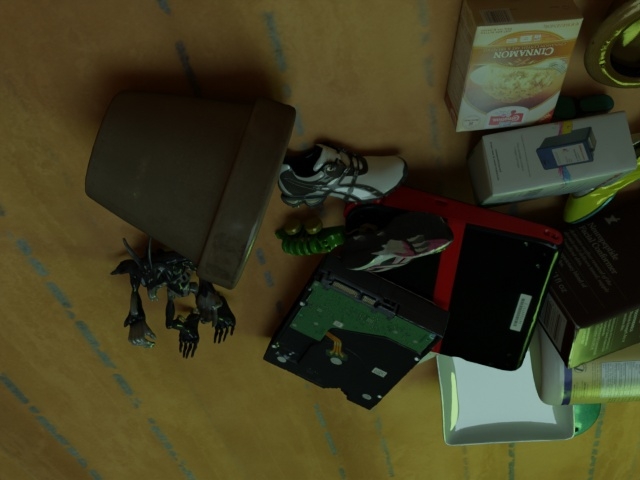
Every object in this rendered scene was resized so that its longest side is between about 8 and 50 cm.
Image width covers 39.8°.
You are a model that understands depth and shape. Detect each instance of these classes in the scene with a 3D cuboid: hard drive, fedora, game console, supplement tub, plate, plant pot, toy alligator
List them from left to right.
[{"bbox_3d":[-0.180,-0.089,1.172,0.229,0.263,0.263,18,136,-8],"label":"plant pot"},{"bbox_3d":[0.000,0.000,1.400,0.190,0.051,0.056,-2,136,33],"label":"toy alligator"},{"bbox_3d":[0.053,0.170,1.572,0.237,0.064,0.339,25,144,-4],"label":"hard drive"},{"bbox_3d":[0.200,0.067,1.475,0.342,0.060,0.386,13,143,10],"label":"game console"},{"bbox_3d":[0.386,0.303,1.845,0.277,0.045,0.278,-5,116,7],"label":"plate"},{"bbox_3d":[0.559,0.175,1.620,0.331,0.241,0.241,-5,142,7],"label":"supplement tub"},{"bbox_3d":[0.439,-0.288,1.177,0.194,0.079,0.194,-5,147,-3],"label":"fedora"}]

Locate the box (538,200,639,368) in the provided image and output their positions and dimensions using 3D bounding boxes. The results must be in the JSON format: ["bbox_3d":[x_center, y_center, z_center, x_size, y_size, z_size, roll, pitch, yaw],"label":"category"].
[{"bbox_3d":[0.544,0.049,1.479,0.381,0.191,0.143,-19,141,-9],"label":"box"}]

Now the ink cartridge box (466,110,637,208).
[{"bbox_3d":[0.337,-0.115,1.313,0.212,0.093,0.154,-9,173,0],"label":"ink cartridge box"}]

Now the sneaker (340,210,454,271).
[{"bbox_3d":[0.122,0.006,1.347,0.178,0.072,0.077,-12,160,29],"label":"sneaker"}]

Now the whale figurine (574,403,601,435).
[{"bbox_3d":[0.539,0.327,1.919,0.216,0.141,0.272,-3,138,-8],"label":"whale figurine"}]

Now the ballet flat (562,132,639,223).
[{"bbox_3d":[0.464,-0.112,1.414,0.077,0.077,0.231,39,131,-18],"label":"ballet flat"}]

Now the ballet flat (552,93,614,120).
[{"bbox_3d":[0.377,-0.194,1.316,0.114,0.041,0.041,-4,141,-6],"label":"ballet flat"}]

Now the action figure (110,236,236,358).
[{"bbox_3d":[-0.237,0.101,1.459,0.164,0.141,0.275,-18,145,11],"label":"action figure"}]

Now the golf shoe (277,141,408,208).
[{"bbox_3d":[0.033,-0.103,1.316,0.198,0.077,0.094,-12,142,0],"label":"golf shoe"}]

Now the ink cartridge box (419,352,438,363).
[{"bbox_3d":[0.200,0.194,1.744,0.122,0.052,0.088,-30,137,21],"label":"ink cartridge box"}]

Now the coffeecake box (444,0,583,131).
[{"bbox_3d":[0.257,-0.241,1.202,0.142,0.068,0.185,-6,142,-7],"label":"coffeecake box"}]
